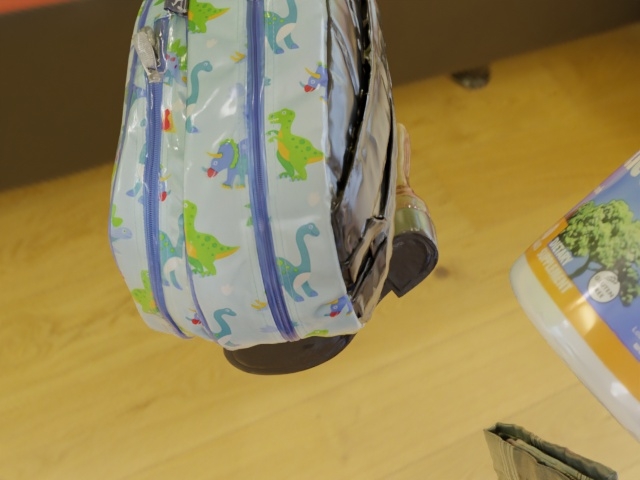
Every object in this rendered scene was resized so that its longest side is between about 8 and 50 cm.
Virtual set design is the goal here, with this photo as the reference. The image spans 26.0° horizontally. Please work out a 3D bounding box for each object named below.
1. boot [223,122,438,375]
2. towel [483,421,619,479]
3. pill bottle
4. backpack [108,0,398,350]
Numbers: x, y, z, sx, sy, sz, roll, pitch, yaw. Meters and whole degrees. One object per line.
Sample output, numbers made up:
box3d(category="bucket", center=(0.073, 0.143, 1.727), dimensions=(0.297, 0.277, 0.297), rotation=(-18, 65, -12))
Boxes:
box3d(category="boot", center=(0.000, 0.000, 1.526), dimensions=(0.096, 0.264, 0.280), rotation=(41, 17, -24))
box3d(category="towel", center=(0.245, 0.328, 1.196), dimensions=(0.056, 0.312, 0.324), rotation=(-17, 99, -10))
box3d(category="pill bottle", center=(0.248, -0.017, 0.742), dimensions=(0.152, 0.272, 0.152), rotation=(44, 11, -11))
box3d(category="backpack", center=(-0.043, -0.078, 1.124), dimensions=(0.273, 0.290, 0.355), rotation=(-14, 54, -5))
